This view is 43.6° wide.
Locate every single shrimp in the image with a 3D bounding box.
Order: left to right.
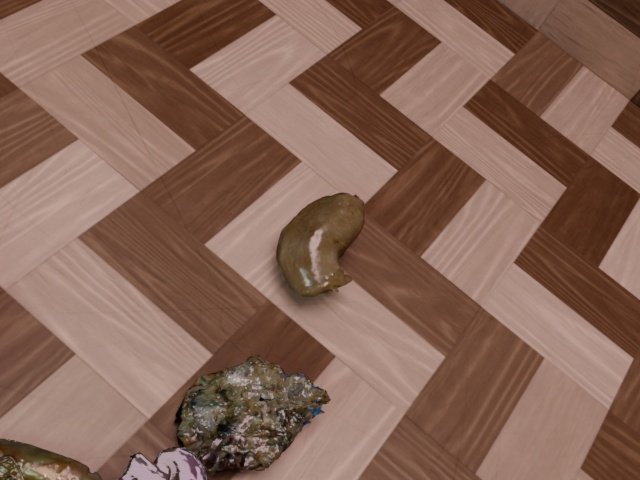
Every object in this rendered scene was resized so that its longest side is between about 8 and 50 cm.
[{"bbox_3d":[-0.440,0.364,1.173,0.267,0.061,0.145,30,58,-2],"label":"shrimp"}]

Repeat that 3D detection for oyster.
[{"bbox_3d":[-0.112,0.293,1.344,0.260,0.092,0.198,1,53,-19],"label":"oyster"}]

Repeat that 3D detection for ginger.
[{"bbox_3d":[0.000,0.000,1.570,0.152,0.138,0.267,31,62,-18],"label":"ginger"}]

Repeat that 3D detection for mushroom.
[{"bbox_3d":[-0.247,0.407,1.184,0.141,0.117,0.188,29,48,14],"label":"mushroom"}]
